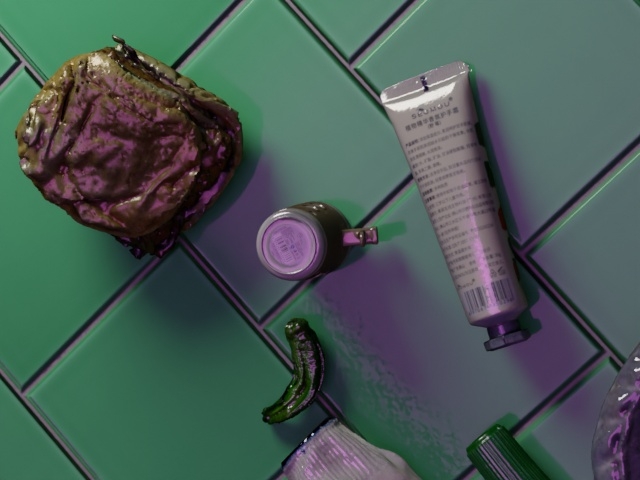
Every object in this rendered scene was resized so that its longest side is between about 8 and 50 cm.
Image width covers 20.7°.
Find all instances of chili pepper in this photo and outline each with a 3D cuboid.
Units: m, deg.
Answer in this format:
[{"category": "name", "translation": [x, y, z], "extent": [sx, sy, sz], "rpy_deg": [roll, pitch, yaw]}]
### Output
[{"category": "chili pepper", "translation": [-0.021, 0.135, 1.750], "extent": [0.055, 0.035, 0.118], "rpy_deg": [25, 111, 26]}]

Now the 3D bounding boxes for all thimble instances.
[{"category": "thimble", "translation": [0.350, 0.167, 1.567], "extent": [0.205, 0.172, 0.236], "rpy_deg": [-1, 96, 14]}]

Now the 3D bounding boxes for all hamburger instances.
[{"category": "hamburger", "translation": [-0.189, -0.099, 1.747], "extent": [0.206, 0.130, 0.183], "rpy_deg": [34, 105, -7]}]

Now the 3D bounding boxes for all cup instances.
[{"category": "cup", "translation": [-0.004, 0.007, 1.697], "extent": [0.102, 0.099, 0.074], "rpy_deg": [23, 101, 14]}]

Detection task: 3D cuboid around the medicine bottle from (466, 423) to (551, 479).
[{"category": "medicine bottle", "translation": [0.236, 0.287, 1.663], "extent": [0.095, 0.064, 0.260], "rpy_deg": [-41, 83, 14]}]

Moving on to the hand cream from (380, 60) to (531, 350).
[{"category": "hand cream", "translation": [0.138, -0.030, 1.678], "extent": [0.095, 0.059, 0.276], "rpy_deg": [-19, 84, 19]}]

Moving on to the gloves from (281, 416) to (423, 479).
[{"category": "gloves", "translation": [0.065, 0.265, 1.702], "extent": [0.229, 0.119, 0.097], "rpy_deg": [36, 147, 20]}]
